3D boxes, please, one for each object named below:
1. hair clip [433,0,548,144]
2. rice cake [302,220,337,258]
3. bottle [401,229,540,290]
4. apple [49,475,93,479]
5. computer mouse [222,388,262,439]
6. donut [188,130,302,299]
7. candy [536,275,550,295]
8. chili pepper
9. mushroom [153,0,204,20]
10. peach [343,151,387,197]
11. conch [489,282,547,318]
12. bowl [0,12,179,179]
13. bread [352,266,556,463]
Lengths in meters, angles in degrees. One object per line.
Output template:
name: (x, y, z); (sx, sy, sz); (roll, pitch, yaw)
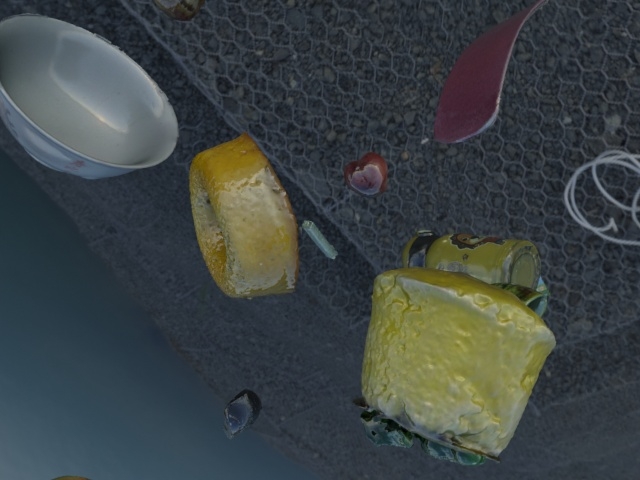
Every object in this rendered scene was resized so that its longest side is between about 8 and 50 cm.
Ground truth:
hair clip: (0.115, -0.120, 0.367); (0.022, 0.137, 0.054); (41, 154, -22)
rice cake: (0.000, 0.000, 1.044); (0.022, 0.021, 0.121); (18, 159, 36)
bottle: (0.364, 0.063, 1.406); (0.351, 0.171, 0.171); (11, 136, 47)
apple: (-0.512, 0.567, 1.035); (0.207, 0.174, 0.188); (35, 112, 33)
computer mouse: (-0.221, 0.504, 1.564); (0.073, 0.122, 0.217); (41, 149, 18)
donut: (-0.131, -0.033, 0.868); (0.109, 0.277, 0.277); (-13, 131, -23)
candy: (0.680, 0.112, 1.829); (0.097, 0.194, 0.062); (-28, 150, 18)
chili pepper: (0.149, 0.266, 0.800); (0.084, 0.099, 0.253); (4, 168, -32)
mushroom: (-0.370, -0.743, 1.534); (0.254, 0.267, 0.267); (49, 131, 22)
peach: (0.155, -0.210, 1.781); (0.152, 0.152, 0.152); (7, 127, 9)
conch: (0.277, 0.155, 0.914); (0.124, 0.181, 0.187); (31, 152, 27)
bowl: (-0.448, -0.225, 0.991); (0.345, 0.345, 0.157); (41, 121, -16)
bread: (0.130, 0.116, 0.559); (0.197, 0.197, 0.170); (18, 86, 1)
